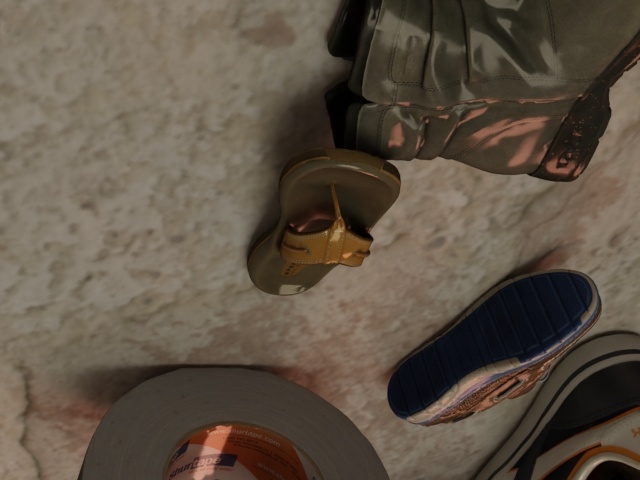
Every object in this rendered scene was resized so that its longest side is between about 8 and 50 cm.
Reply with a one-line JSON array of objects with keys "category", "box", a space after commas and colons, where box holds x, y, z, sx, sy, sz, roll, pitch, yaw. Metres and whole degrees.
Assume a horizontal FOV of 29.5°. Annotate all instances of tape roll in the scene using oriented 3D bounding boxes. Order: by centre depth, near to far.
[{"category": "tape roll", "box": [-0.058, 0.189, 0.821, 0.219, 0.219, 0.072, 3, 134, -23]}]

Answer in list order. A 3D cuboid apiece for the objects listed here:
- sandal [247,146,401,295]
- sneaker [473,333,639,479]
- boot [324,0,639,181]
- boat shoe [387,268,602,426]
[{"category": "sandal", "box": [0.000, 0.000, 0.740, 0.072, 0.049, 0.180, 6, 151, -18]}, {"category": "sneaker", "box": [0.211, 0.229, 1.037, 0.126, 0.127, 0.321, -3, 137, -19]}, {"category": "boot", "box": [0.096, -0.126, 0.658, 0.161, 0.083, 0.246, 3, 132, -15]}, {"category": "boat shoe", "box": [0.136, 0.081, 0.904, 0.183, 0.066, 0.066, -33, 142, 28]}]
